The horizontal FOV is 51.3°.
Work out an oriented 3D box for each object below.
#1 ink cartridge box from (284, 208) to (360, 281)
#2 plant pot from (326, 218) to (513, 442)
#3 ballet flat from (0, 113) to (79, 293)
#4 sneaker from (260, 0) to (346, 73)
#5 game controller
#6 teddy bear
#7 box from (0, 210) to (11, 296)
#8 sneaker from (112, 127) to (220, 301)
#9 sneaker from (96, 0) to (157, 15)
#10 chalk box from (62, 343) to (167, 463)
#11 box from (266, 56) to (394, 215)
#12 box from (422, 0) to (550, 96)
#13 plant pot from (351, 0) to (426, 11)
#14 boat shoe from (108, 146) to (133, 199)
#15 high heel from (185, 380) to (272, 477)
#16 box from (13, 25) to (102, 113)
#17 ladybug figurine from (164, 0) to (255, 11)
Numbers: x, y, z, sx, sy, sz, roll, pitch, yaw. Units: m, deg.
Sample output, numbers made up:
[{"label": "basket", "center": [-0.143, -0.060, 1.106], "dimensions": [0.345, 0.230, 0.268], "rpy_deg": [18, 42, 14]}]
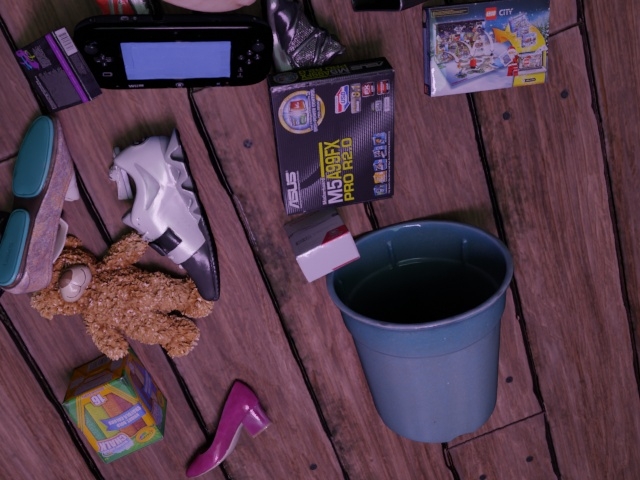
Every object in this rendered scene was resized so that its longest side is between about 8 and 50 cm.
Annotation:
[{"label": "ink cartridge box", "center": [0.000, 0.000, 1.271], "dimensions": [0.109, 0.150, 0.063], "rpy_deg": [-27, 117, 1]}, {"label": "plant pot", "center": [0.208, 0.188, 1.301], "dimensions": [0.341, 0.341, 0.334], "rpy_deg": [-15, 120, -4]}, {"label": "ballet flat", "center": [-0.488, -0.060, 1.175], "dimensions": [0.106, 0.107, 0.316], "rpy_deg": [21, 82, -58]}, {"label": "sneaker", "center": [-0.032, -0.375, 1.158], "dimensions": [0.130, 0.087, 0.228], "rpy_deg": [-16, 116, -6]}, {"label": "game controller", "center": [-0.239, -0.311, 1.114], "dimensions": [0.319, 0.067, 0.166], "rpy_deg": [-4, 151, -10]}, {"label": "teddy bear", "center": [-0.370, 0.111, 1.268], "dimensions": [0.338, 0.113, 0.245], "rpy_deg": [40, 97, -21]}, {"label": "box", "center": [-0.698, 0.026, 1.157], "dimensions": [0.270, 0.143, 0.165], "rpy_deg": [9, 108, -13]}, {"label": "sneaker", "center": [-0.279, -0.028, 1.227], "dimensions": [0.146, 0.122, 0.331], "rpy_deg": [-18, 107, -5]}, {"label": "sneaker", "center": [-0.371, -0.453, 1.057], "dimensions": [0.118, 0.107, 0.279], "rpy_deg": [-24, 113, 5]}, {"label": "chalk box", "center": [-0.395, 0.344, 1.340], "dimensions": [0.132, 0.132, 0.213], "rpy_deg": [-26, 113, 1]}, {"label": "box", "center": [0.025, -0.184, 1.214], "dimensions": [0.216, 0.060, 0.270], "rpy_deg": [-10, 129, -7]}, {"label": "box", "center": [0.308, -0.363, 1.244], "dimensions": [0.233, 0.044, 0.159], "rpy_deg": [-8, 112, -7]}, {"label": "plant pot", "center": [0.150, -0.490, 1.104], "dimensions": [0.166, 0.188, 0.188], "rpy_deg": [-17, 113, -18]}, {"label": "boat shoe", "center": [-0.370, -0.121, 1.221], "dimensions": [0.035, 0.035, 0.100], "rpy_deg": [-12, 119, -9]}, {"label": "high heel", "center": [-0.224, 0.412, 1.442], "dimensions": [0.244, 0.082, 0.117], "rpy_deg": [-40, 84, 19]}, {"label": "box", "center": [-0.432, -0.275, 1.093], "dimensions": [0.029, 0.162, 0.116], "rpy_deg": [-44, 119, -36]}, {"label": "ladybug figurine", "center": [-0.240, -0.511, 0.930], "dimensions": [0.449, 0.305, 0.162], "rpy_deg": [43, 140, -1]}]
